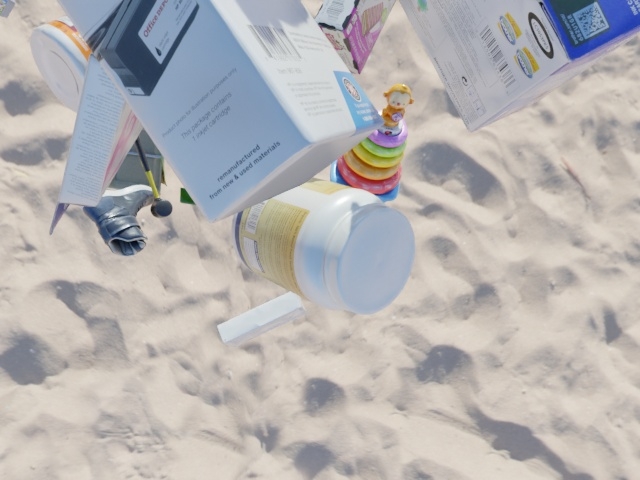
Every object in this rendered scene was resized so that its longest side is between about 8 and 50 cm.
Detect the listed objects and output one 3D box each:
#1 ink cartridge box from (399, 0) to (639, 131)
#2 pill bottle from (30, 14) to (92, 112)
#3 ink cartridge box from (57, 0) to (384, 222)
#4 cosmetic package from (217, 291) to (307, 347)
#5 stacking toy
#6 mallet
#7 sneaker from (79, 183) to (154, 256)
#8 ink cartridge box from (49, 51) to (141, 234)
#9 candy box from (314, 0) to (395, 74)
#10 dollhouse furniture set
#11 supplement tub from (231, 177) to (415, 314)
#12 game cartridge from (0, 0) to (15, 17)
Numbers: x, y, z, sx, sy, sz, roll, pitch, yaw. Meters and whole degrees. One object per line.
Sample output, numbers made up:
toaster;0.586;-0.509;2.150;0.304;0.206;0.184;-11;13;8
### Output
ink cartridge box;0.260;-0.329;0.748;0.151;0.395;0.270;-28;89;-4
pill bottle;-0.496;-0.502;1.451;0.224;0.224;0.392;42;57;7
ink cartridge box;-0.125;-0.251;0.707;0.166;0.285;0.395;-34;91;26
cosmetic package;-0.163;0.222;1.617;0.239;0.099;0.060;-25;73;-2
stacking toy;0.141;-0.236;1.300;0.175;0.302;0.166;14;56;-7
mallet;-0.347;-0.134;1.162;0.039;0.062;0.190;-22;107;-25
sneaker;-0.446;-0.047;1.357;0.086;0.226;0.163;-42;81;26
ink cartridge box;-0.331;-0.210;0.947;0.071;0.330;0.324;20;36;-14
candy box;0.083;-0.473;1.126;0.071;0.159;0.233;23;84;20
dollhouse furniture set;-0.404;-0.219;1.527;0.301;0.151;0.197;10;108;3
supplement tub;0.000;0.000;1.092;0.316;0.228;0.228;21;63;47
game cartridge;-0.775;-0.565;1.359;0.056;0.083;0.017;-44;70;26
